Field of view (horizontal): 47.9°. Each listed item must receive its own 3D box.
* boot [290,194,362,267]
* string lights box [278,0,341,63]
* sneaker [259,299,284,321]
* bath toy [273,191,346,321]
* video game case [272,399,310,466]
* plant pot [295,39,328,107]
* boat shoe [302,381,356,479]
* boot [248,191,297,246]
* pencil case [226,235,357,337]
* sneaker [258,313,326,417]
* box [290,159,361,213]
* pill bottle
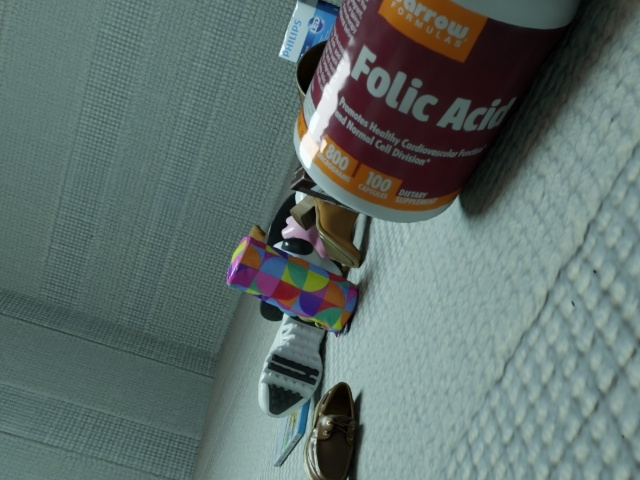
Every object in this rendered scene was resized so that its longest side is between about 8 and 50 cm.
[{"bbox_3d":[0.053,-0.050,1.364,0.152,0.197,0.073,-37,-32,-13],"label":"boot"},{"bbox_3d":[0.052,-0.432,1.594,0.077,0.259,0.133,-83,15,-55],"label":"string lights box"},{"bbox_3d":[-0.071,0.044,1.798,0.295,0.124,0.178,-60,17,20],"label":"sneaker"},{"bbox_3d":[0.000,0.000,1.466,0.129,0.151,0.348,-20,35,29],"label":"bath toy"},{"bbox_3d":[-0.053,0.353,1.400,0.166,0.015,0.119,117,169,-47],"label":"video game case"},{"bbox_3d":[0.056,-0.266,1.516,0.230,0.215,0.215,93,-171,-57],"label":"plant pot"},{"bbox_3d":[0.017,0.262,0.979,0.178,0.064,0.060,-81,11,-60],"label":"boat shoe"},{"bbox_3d":[-0.113,-0.003,1.728,0.280,0.096,0.264,-152,77,-72],"label":"boot"},{"bbox_3d":[-0.048,0.082,1.250,0.104,0.236,0.104,-58,12,21],"label":"pencil case"},{"bbox_3d":[-0.058,0.236,1.367,0.118,0.110,0.292,-60,5,33],"label":"sneaker"},{"bbox_3d":[0.063,-0.164,1.249,0.167,0.168,0.203,166,123,-81],"label":"box"},{"bbox_3d":[0.130,-0.224,0.768,0.224,0.224,0.392,-80,11,-46],"label":"pill bottle"}]
